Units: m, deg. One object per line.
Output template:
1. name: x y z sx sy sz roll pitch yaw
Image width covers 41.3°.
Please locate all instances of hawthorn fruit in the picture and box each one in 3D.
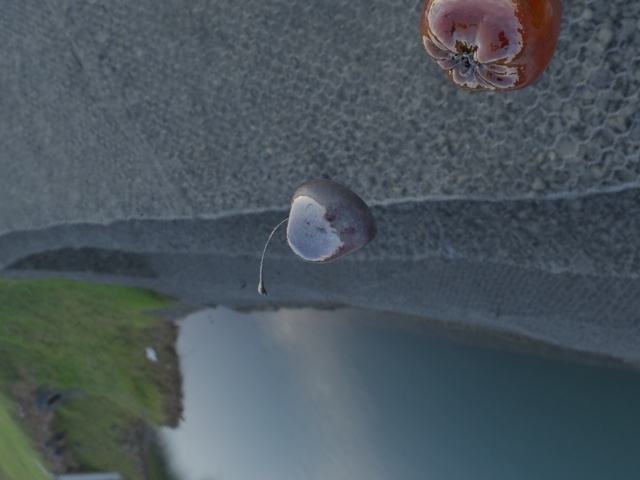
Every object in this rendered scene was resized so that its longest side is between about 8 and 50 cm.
1. hawthorn fruit: 0.155 -0.190 0.742 0.125 0.140 0.125 32 137 36

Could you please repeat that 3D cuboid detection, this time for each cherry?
1. cherry: 0.006 0.002 1.292 0.148 0.188 0.115 15 165 -25
